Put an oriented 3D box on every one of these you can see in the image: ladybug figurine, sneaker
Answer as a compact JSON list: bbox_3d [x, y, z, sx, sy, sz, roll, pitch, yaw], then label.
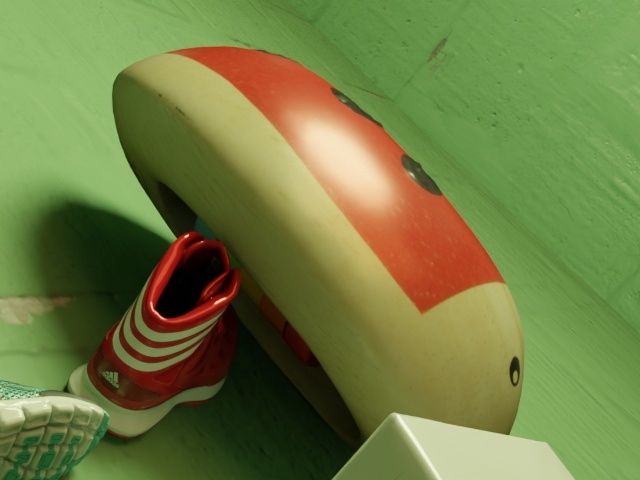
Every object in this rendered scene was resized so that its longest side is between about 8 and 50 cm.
[{"bbox_3d":[0.000,0.000,0.777,0.449,0.162,0.305,49,-14,16],"label":"ladybug figurine"},{"bbox_3d":[-0.083,0.053,0.698,0.087,0.128,0.221,39,18,0],"label":"sneaker"},{"bbox_3d":[-0.188,0.089,0.520,0.166,0.065,0.076,18,24,-52],"label":"sneaker"}]

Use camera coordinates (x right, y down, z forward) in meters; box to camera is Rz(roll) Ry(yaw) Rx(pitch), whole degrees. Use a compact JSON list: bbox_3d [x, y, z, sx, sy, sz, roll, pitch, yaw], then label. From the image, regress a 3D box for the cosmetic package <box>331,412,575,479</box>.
[{"bbox_3d":[0.106,0.279,0.425,0.155,0.197,0.365,20,25,-45],"label":"cosmetic package"}]
